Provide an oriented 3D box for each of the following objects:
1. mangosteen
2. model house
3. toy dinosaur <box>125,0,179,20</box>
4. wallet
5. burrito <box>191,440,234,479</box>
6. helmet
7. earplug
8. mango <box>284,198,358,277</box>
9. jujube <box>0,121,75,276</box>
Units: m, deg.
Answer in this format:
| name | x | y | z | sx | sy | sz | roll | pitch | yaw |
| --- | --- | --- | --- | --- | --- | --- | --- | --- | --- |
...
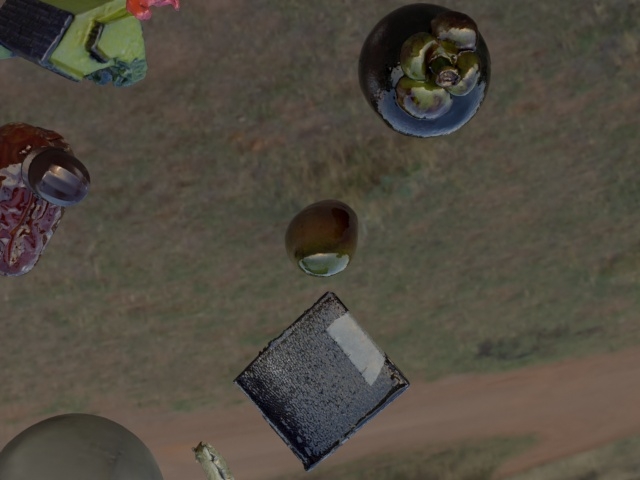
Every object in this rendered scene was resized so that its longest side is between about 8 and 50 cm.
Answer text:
| name | x | y | z | sx | sy | sz | roll | pitch | yaw |
| --- | --- | --- | --- | --- | --- | --- | --- | --- | --- |
| mangosteen | 0.229 | -0.377 | 2.128 | 0.296 | 0.297 | 0.313 | -7 | 149 | -20 |
| model house | -0.421 | -0.316 | 1.629 | 0.211 | 0.194 | 0.170 | -29 | 133 | -37 |
| toy dinosaur | -0.270 | -0.410 | 1.468 | 0.138 | 0.286 | 0.070 | 7 | 134 | -9 |
| wallet | 0.000 | 0.248 | 1.752 | 0.262 | 0.221 | 0.071 | -45 | 168 | 22 |
| burrito | -0.156 | 0.419 | 1.677 | 0.045 | 0.185 | 0.041 | -19 | -171 | 39 |
| helmet | -0.454 | -0.107 | 1.737 | 0.070 | 0.098 | 0.123 | 29 | 178 | 45 |
| earplug | -0.389 | 0.473 | 1.626 | 0.312 | 0.313 | 0.394 | -10 | 134 | -12 |
| mango | 0.000 | 0.000 | 1.788 | 0.133 | 0.111 | 0.267 | 11 | -158 | 4 |
| jujube | -0.669 | -0.087 | 2.197 | 0.216 | 0.342 | 0.216 | 18 | -174 | -2 |
